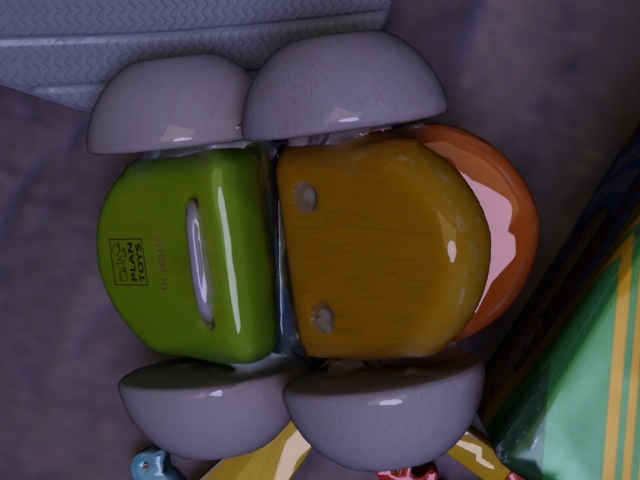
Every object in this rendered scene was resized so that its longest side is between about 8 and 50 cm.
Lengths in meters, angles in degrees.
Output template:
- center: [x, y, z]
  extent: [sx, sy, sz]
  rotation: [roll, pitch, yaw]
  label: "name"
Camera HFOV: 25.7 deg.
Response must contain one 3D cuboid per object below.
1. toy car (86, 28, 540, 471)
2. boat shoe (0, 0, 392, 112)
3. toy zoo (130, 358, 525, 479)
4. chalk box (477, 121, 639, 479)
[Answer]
- center: [0.000, 0.000, 0.560]
  extent: [0.182, 0.136, 0.159]
  rotation: [-3, 98, 34]
  label: "toy car"
- center: [-0.138, -0.131, 0.574]
  extent: [0.335, 0.119, 0.121]
  rotation: [2, 132, -16]
  label: "boat shoe"
- center: [0.039, 0.179, 0.613]
  extent: [0.293, 0.030, 0.192]
  rotation: [36, 93, 2]
  label: "toy zoo"
- center: [0.207, -0.006, 0.526]
  extent: [0.180, 0.179, 0.289]
  rotation: [31, 93, 2]
  label: "chalk box"
